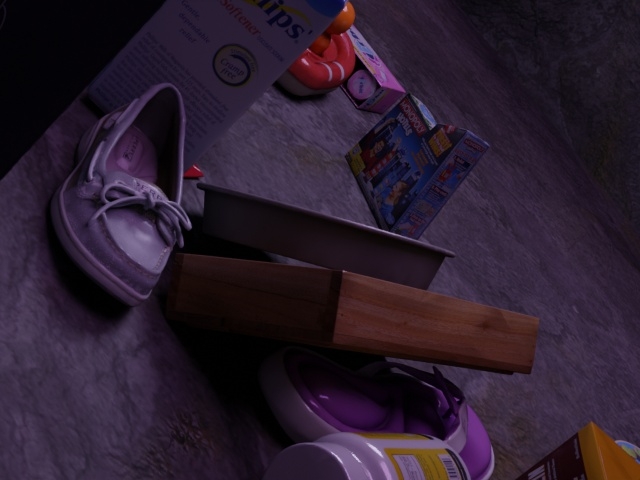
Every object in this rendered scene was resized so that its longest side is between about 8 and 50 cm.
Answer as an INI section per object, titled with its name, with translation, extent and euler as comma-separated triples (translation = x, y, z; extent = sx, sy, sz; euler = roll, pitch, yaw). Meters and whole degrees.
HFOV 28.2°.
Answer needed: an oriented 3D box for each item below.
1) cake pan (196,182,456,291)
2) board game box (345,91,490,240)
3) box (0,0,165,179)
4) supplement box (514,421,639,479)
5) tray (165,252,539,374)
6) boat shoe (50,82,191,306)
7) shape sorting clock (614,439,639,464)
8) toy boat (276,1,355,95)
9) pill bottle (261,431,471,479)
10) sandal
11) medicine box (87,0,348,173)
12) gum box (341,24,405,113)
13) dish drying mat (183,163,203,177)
[cake pan]
translation = 0.000, 0.000, 1.391
extent = 0.293, 0.054, 0.293
euler = 15, -1, 0
[board game box]
translation = 0.149, -0.120, 1.901
extent = 0.060, 0.194, 0.194
euler = 28, 28, -41
[box]
translation = -0.285, -0.275, 1.049
extent = 0.293, 0.395, 0.212
euler = 37, 22, -27
[supplement box]
translation = 0.281, 0.336, 1.335
extent = 0.191, 0.194, 0.129
euler = 41, 22, -16
[tray]
translation = 0.049, 0.085, 1.349
extent = 0.411, 0.203, 0.076
euler = 14, 83, -54
[boat shoe]
translation = -0.185, -0.055, 1.261
extent = 0.118, 0.103, 0.320
euler = 39, 22, -21
[shape sorting clock]
translation = 0.508, 0.384, 1.911
extent = 0.206, 0.040, 0.206
euler = 40, 22, -19
[toy boat]
translation = -0.005, -0.327, 2.033
extent = 0.151, 0.151, 0.231
euler = 50, 21, 6
[pill bottle]
translation = 0.043, 0.234, 1.163
extent = 0.208, 0.119, 0.119
euler = 14, 38, -55
[sandal]
translation = 0.098, 0.187, 1.376
extent = 0.416, 0.102, 0.169
euler = 18, 36, -53
[medicine box]
translation = -0.099, -0.250, 1.503
extent = 0.149, 0.289, 0.263
euler = 43, 19, -8
[gum box]
translation = 0.056, -0.319, 2.263
extent = 0.188, 0.062, 0.107
euler = 54, 21, 17
[dish drying mat]
translation = -0.168, -0.087, 1.486
extent = 0.032, 0.008, 0.083
euler = 54, 21, 15
